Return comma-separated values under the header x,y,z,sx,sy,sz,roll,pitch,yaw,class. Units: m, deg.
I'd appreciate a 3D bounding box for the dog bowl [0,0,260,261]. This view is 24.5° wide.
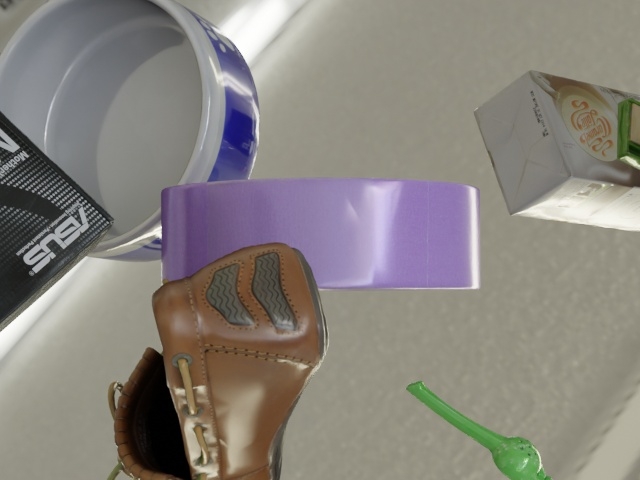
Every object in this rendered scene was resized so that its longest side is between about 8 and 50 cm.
x,y,z,sx,sy,sz,roll,pitch,yaw,class
-0.195,-0.112,1.432,0.265,0.104,0.264,-4,-98,26,dog bowl

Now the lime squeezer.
x,y,z,sx,sy,sz,roll,pitch,yaw,class
0.206,0.285,1.627,0.110,0.310,0.059,-23,-171,17,lime squeezer

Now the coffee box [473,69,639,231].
x,y,z,sx,sy,sz,roll,pitch,yaw,class
0.308,-0.097,1.680,0.098,0.246,0.141,-36,-121,40,coffee box

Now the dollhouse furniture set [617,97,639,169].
x,y,z,sx,sy,sz,roll,pitch,yaw,class
0.334,-0.110,1.306,0.152,0.076,0.058,-20,-124,52,dollhouse furniture set

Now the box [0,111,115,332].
x,y,z,sx,sy,sz,roll,pitch,yaw,class
-0.251,-0.016,0.890,0.190,0.184,0.045,-45,178,-42,box

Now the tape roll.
x,y,z,sx,sy,sz,roll,pitch,yaw,class
0.000,0.000,1.267,0.275,0.275,0.090,-3,-95,57,tape roll

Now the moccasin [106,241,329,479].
x,y,z,sx,sy,sz,roll,pitch,yaw,class
-0.098,0.137,1.096,0.380,0.147,0.139,116,-37,-62,moccasin
